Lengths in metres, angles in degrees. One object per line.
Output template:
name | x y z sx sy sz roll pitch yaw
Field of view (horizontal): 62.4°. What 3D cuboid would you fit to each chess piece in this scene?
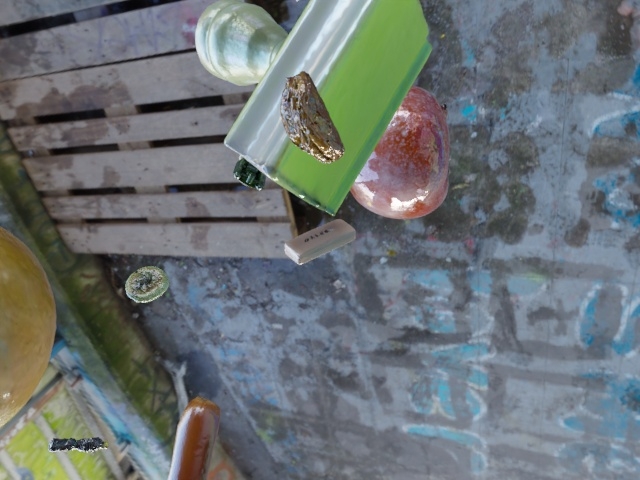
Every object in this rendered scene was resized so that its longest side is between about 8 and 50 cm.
chess piece | -0.108 -0.479 1.385 0.442 0.234 0.234 31 133 34

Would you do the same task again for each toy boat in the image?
toy boat | -0.216 -0.209 1.636 0.104 0.210 0.052 25 111 -12

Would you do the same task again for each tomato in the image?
tomato | 0.147 -0.177 1.061 0.227 0.270 0.270 -3 121 13

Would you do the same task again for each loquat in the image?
loquat | -0.482 0.107 0.614 0.329 0.328 0.328 11 125 16

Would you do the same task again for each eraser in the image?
eraser | 0.025 -0.180 0.653 0.092 0.210 0.274 30 91 25

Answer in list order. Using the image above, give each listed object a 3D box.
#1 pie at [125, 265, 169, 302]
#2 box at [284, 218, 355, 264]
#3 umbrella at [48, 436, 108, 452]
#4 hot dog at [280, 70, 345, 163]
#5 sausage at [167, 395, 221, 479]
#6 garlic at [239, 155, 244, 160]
pie | -0.336 0.083 1.020 0.084 0.084 0.021 19 141 11
box | 0.000 0.000 0.843 0.048 0.115 0.025 36 141 45
umbrella | -0.615 0.522 1.350 0.144 0.037 0.040 16 160 -38
hot dog | -0.010 -0.103 0.460 0.035 0.058 0.083 -30 107 -11
sausage | -0.281 0.494 1.146 0.089 0.299 0.083 12 169 -18
garlic | -0.261 -0.309 1.884 0.041 0.083 0.053 28 132 12
